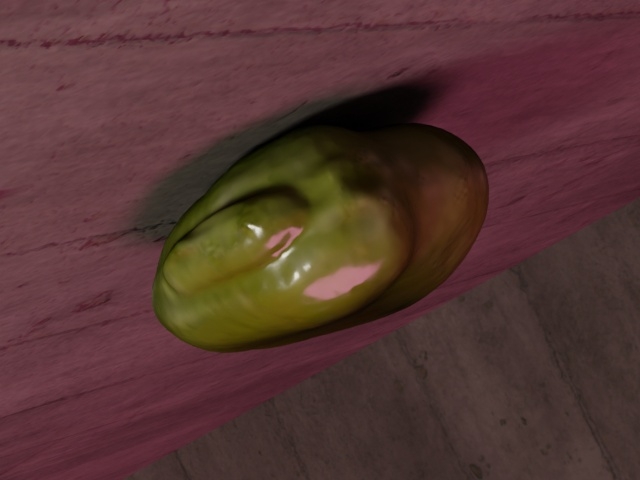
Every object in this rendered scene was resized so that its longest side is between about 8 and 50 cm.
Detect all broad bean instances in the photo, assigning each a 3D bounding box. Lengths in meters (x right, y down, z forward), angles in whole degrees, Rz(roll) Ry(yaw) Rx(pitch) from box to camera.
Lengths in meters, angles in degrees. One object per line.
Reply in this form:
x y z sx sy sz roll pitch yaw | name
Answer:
0.000 0.001 1.181 0.238 0.119 0.291 -25 172 -3 | broad bean
